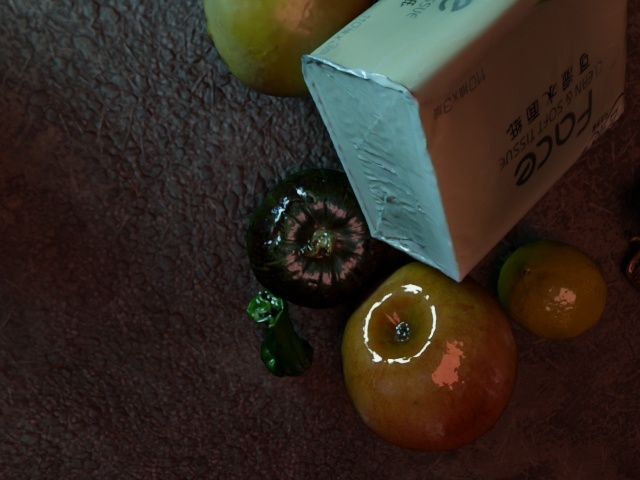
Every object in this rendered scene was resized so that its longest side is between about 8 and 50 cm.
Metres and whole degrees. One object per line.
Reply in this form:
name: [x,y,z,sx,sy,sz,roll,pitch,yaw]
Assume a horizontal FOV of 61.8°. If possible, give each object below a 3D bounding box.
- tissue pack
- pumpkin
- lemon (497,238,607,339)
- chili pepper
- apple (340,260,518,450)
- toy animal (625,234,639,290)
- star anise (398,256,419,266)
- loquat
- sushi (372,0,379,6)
tissue pack: [0.220,-0.202,0.717,0.405,0.205,0.331,-42,136,-15]
pumpkin: [0.000,0.002,0.868,0.238,0.159,0.237,-2,107,-5]
lemon: [0.421,0.092,0.973,0.203,0.178,0.178,32,100,-31]
chili pepper: [-0.063,0.170,0.891,0.083,0.099,0.253,-35,150,-16]
apple: [0.171,0.185,0.886,0.299,0.299,0.275,-32,136,1]
toy animal: [0.683,0.075,1.080,0.241,0.057,0.099,36,99,-20]
star anise: [0.214,0.021,0.979,0.141,0.042,0.140,-4,109,-11]
loquat: [-0.043,-0.308,0.724,0.244,0.244,0.243,-3,109,-10]
sushi: [0.048,-0.430,0.752,0.192,0.050,0.215,31,145,-20]
